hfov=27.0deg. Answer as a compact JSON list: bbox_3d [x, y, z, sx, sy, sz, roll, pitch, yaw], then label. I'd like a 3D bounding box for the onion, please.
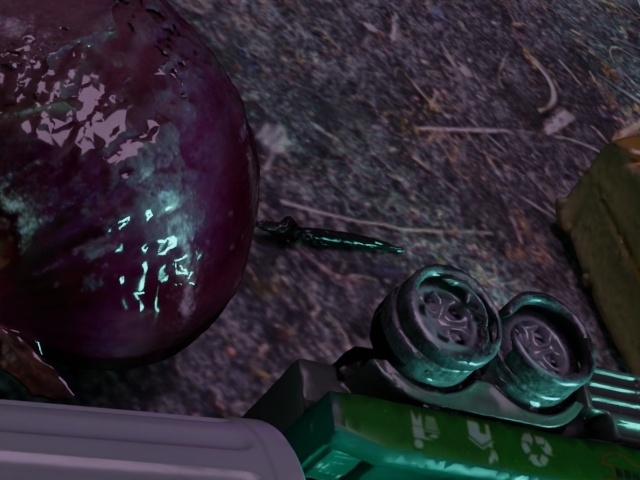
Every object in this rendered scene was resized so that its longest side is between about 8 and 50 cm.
[{"bbox_3d":[-0.141,-0.089,0.735,0.267,0.159,0.348,21,31,2],"label":"onion"}]

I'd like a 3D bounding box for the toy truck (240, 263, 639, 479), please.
[{"bbox_3d":[0.112,0.146,0.715,0.363,0.176,0.178,12,52,-28],"label":"toy truck"}]

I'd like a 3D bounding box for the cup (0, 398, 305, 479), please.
[{"bbox_3d":[-0.135,0.146,0.554,0.202,0.221,0.166,12,77,-24],"label":"cup"}]

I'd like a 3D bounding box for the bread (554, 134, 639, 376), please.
[{"bbox_3d":[0.326,0.045,1.024,0.239,0.111,0.246,5,49,-30],"label":"bread"}]

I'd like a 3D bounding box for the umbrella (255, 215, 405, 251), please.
[{"bbox_3d":[0.000,-0.005,0.900,0.149,0.022,0.022,2,90,-36],"label":"umbrella"}]
